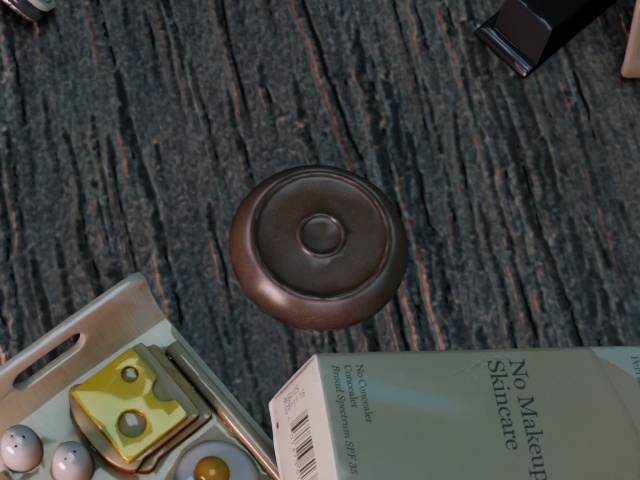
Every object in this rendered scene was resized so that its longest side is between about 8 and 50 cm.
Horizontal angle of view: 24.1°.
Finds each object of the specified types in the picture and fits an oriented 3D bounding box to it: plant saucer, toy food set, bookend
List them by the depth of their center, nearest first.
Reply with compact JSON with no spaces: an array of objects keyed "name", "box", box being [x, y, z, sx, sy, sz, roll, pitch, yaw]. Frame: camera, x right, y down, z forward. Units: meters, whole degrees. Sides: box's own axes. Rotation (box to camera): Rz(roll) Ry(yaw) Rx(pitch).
[{"name":"toy food set","box":[-0.142,0.198,1.247,0.219,0.092,0.306,-37,75,-19]},{"name":"plant saucer","box":[0.000,0.000,1.384,0.168,0.029,0.168,3,66,-6]},{"name":"bookend","box":[0.241,-0.261,1.454,0.157,0.156,0.072,-41,76,-19]}]

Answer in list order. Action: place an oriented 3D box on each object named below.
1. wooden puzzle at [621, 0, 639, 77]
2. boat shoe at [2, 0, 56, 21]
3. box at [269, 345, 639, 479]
[{"name":"wooden puzzle","box":[0.413,-0.257,1.437,0.220,0.239,0.044,0,40,-6]},{"name":"boat shoe","box":[-0.359,-0.281,1.456,0.233,0.084,0.079,37,106,3]},{"name":"box","box":[0.129,0.173,1.231,0.311,0.121,0.148,-1,65,-23]}]
